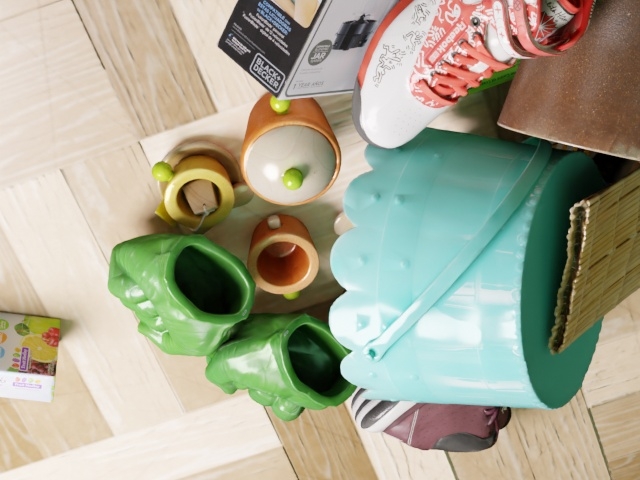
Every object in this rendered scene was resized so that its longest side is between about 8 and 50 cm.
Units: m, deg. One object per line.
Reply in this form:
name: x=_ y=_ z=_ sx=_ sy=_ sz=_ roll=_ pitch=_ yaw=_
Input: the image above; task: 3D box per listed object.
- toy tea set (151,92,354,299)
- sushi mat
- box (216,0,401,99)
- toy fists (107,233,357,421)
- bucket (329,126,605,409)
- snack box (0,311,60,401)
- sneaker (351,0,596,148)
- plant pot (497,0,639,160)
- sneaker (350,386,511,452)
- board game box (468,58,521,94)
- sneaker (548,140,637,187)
toy tea set: x=0.000 y=0.000 z=1.695 sx=0.336 sy=0.124 sz=0.200 roll=39 pitch=112 yaw=-25
sushi mat: x=0.290 y=-0.003 z=1.630 sx=0.019 sy=0.316 sz=0.151 roll=17 pitch=111 yaw=25
box: x=0.045 y=-0.268 z=1.498 sx=0.169 sy=0.087 sz=0.290 roll=-13 pitch=139 yaw=-51
toy fists: x=-0.094 y=0.090 z=1.734 sx=0.279 sy=0.142 sz=0.096 roll=37 pitch=71 yaw=-26
bucket: x=0.148 y=0.027 z=1.608 sx=0.183 sy=0.281 sz=0.281 roll=5 pitch=128 yaw=27
snack box: x=-0.338 y=0.114 z=1.753 sx=0.141 sy=0.100 sz=0.037 roll=7 pitch=122 yaw=-9
sneaker: x=0.135 y=-0.173 z=1.480 sx=0.090 sy=0.145 sz=0.270 roll=25 pitch=105 yaw=-38
plant pot: x=0.287 y=-0.192 z=1.525 sx=0.215 sy=0.215 sz=0.231 roll=11 pitch=98 yaw=-12
sneaker: x=0.178 y=0.130 z=1.825 sx=0.281 sy=0.106 sz=0.162 roll=-37 pitch=129 yaw=24
board game box: x=0.160 y=-0.197 z=1.632 sx=0.181 sy=0.043 sz=0.092 roll=-19 pitch=123 yaw=7
sneaker: x=0.248 y=-0.065 z=1.700 sx=0.069 sy=0.084 sz=0.185 roll=34 pitch=113 yaw=-24
